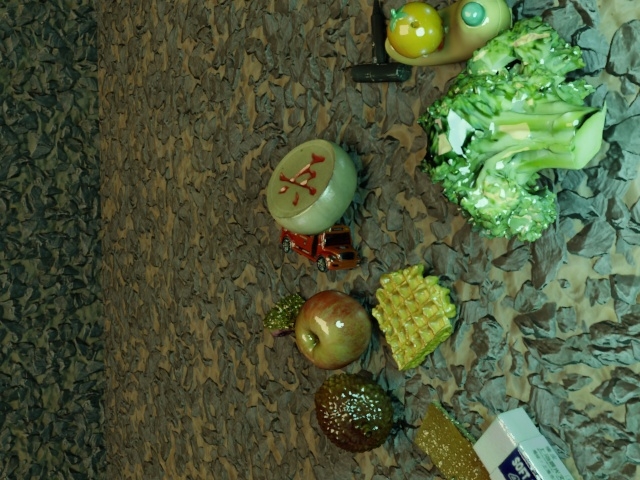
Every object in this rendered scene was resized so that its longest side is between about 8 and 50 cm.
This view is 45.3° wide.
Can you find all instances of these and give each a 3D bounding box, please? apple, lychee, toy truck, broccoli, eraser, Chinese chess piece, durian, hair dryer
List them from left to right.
[{"bbox_3d":[-0.105,0.213,2.163,0.186,0.108,0.119,-5,90,55],"label":"durian"},{"bbox_3d":[-0.022,-0.134,1.936,0.250,0.103,0.250,-25,47,31],"label":"Chinese chess piece"},{"bbox_3d":[0.000,0.000,1.992,0.252,0.107,0.114,25,114,51],"label":"toy truck"},{"bbox_3d":[0.033,0.225,1.927,0.209,0.164,0.209,25,124,44],"label":"apple"},{"bbox_3d":[0.082,0.414,1.850,0.238,0.200,0.200,-153,63,-74],"label":"lychee"},{"bbox_3d":[0.147,-0.467,1.795,0.173,0.050,0.195,15,103,50],"label":"hair dryer"},{"bbox_3d":[0.333,-0.181,1.324,0.338,0.277,0.317,-28,34,11],"label":"broccoli"},{"bbox_3d":[0.416,0.477,1.472,0.287,0.086,0.130,58,139,33],"label":"eraser"}]

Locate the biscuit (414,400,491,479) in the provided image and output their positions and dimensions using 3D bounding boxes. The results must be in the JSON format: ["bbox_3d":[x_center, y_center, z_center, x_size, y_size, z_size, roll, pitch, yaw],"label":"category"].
[{"bbox_3d":[0.302,0.472,1.687,0.237,0.026,0.131,43,129,43],"label":"biscuit"}]

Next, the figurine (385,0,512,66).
[{"bbox_3d":[0.234,-0.411,1.519,0.324,0.222,0.124,3,99,54],"label":"figurine"}]

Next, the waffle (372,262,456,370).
[{"bbox_3d":[0.208,0.149,1.756,0.229,0.057,0.219,-54,51,41],"label":"waffle"}]
